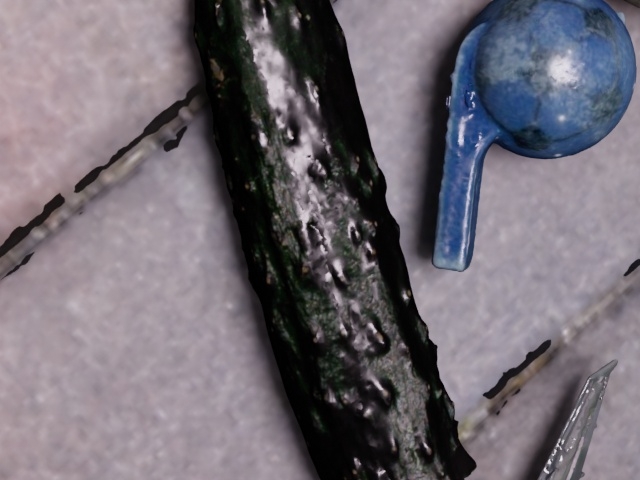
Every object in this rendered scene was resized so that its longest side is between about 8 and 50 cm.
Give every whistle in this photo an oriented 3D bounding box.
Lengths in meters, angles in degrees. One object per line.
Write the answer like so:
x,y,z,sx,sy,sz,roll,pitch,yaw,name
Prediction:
0.102,-0.060,0.664,0.090,0.090,0.158,3,98,-20,whistle

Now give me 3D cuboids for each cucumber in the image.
0.000,0.000,0.644,0.081,0.072,0.303,-42,118,-55,cucumber

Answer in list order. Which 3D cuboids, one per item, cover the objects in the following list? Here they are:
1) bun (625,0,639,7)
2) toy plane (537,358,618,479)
0.178,-0.177,0.670,0.138,0.094,0.138,5,108,14,bun
0.124,0.177,0.728,0.226,0.058,0.226,-10,104,-14,toy plane
